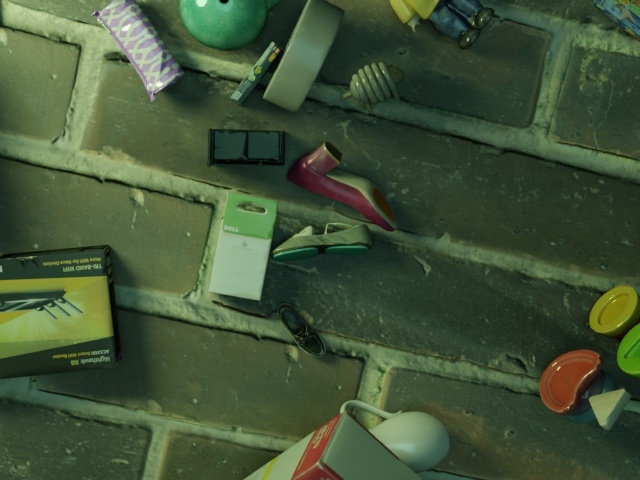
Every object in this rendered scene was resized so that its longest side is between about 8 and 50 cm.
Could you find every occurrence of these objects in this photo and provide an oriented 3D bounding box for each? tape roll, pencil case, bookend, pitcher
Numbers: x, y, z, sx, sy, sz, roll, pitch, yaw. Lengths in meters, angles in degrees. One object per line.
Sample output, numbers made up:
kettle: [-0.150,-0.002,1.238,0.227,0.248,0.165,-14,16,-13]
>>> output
tape roll: [-0.033,-0.357,1.768,0.072,0.219,0.219,24,94,-9]
pencil case: [-0.353,-0.381,1.799,0.088,0.086,0.206,-42,100,-34]
bookend: [-0.143,-0.182,1.812,0.157,0.156,0.072,1,97,-7]
pitcher: [0.152,0.406,1.939,0.207,0.178,0.125,-3,141,-20]

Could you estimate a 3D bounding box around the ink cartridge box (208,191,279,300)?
ink cartridge box: [-0.157,0.010,1.882,0.109,0.062,0.209,10,96,-7]

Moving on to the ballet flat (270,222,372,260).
ballet flat: [0.000,0.000,1.904,0.213,0.072,0.068,-5,70,-6]

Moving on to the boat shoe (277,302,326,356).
boat shoe: [-0.041,0.192,1.928,0.049,0.040,0.142,-41,99,0]

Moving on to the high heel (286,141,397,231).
high heel: [0.046,-0.086,1.897,0.117,0.082,0.244,-36,114,28]

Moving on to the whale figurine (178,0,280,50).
whale figurine: [-0.173,-0.504,1.774,0.216,0.141,0.272,14,96,-7]

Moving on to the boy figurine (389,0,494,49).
boy figurine: [0.212,-0.512,1.838,0.285,0.092,0.177,37,99,-12]

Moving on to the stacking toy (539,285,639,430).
stacking toy: [0.623,0.271,1.895,0.130,0.279,0.309,39,91,-20]

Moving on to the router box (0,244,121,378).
router box: [-0.568,0.145,1.850,0.308,0.081,0.243,-6,98,-5]

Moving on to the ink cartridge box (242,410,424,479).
ink cartridge box: [0.005,0.551,1.830,0.279,0.160,0.384,42,127,-9]

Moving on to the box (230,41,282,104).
box: [-0.127,-0.328,1.826,0.027,0.094,0.137,37,93,-9]

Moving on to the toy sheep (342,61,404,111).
toy sheep: [0.106,-0.312,1.858,0.132,0.091,0.091,-26,99,3]

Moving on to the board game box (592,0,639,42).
board game box: [0.685,-0.487,1.915,0.201,0.035,0.136,36,93,-9]
